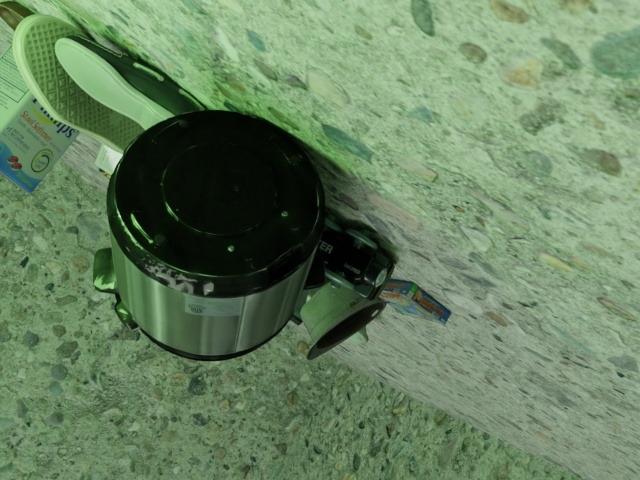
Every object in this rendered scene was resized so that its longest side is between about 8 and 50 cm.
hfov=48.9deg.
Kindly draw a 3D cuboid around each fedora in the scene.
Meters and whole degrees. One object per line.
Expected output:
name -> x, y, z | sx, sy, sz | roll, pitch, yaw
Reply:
fedora -> 0.043, 0.189, 1.892 | 0.124, 0.275, 0.243 | 54, 168, 20

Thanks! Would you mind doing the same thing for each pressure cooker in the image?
pressure cooker -> -0.201, 0.019, 1.292 | 0.370, 0.375, 0.420 | 36, 149, 12

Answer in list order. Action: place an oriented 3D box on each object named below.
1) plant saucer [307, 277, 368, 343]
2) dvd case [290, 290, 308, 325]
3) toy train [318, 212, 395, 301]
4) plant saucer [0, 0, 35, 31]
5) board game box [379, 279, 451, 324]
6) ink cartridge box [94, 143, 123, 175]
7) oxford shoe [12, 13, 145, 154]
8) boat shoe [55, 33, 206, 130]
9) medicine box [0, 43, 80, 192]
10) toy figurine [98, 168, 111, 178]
plant saucer -> 0.001, 0.189, 2.283 | 0.400, 0.100, 0.400 | 31, 168, 7
dvd case -> -0.105, 0.099, 1.976 | 0.180, 0.253, 0.022 | 39, 124, -21
toy train -> 0.009, 0.019, 1.545 | 0.334, 0.142, 0.190 | 28, 175, 24
plant saucer -> -0.621, -0.457, 1.517 | 0.168, 0.029, 0.168 | 31, 167, 8
board game box -> 0.212, 0.145, 1.736 | 0.136, 0.035, 0.201 | 37, 167, -20
ink cartridge box -> -0.415, -0.180, 1.803 | 0.311, 0.065, 0.186 | 36, 134, -4
oxford shoe -> -0.502, -0.313, 1.476 | 0.130, 0.169, 0.449 | 30, 172, 21
boat shoe -> -0.353, -0.292, 1.334 | 0.302, 0.091, 0.114 | 39, 147, -16
medicine box -> -0.794, -0.317, 1.875 | 0.149, 0.289, 0.263 | 32, 168, 14
toy figurine -> -0.643, -0.228, 2.332 | 0.362, 0.191, 0.217 | 23, 135, 66
